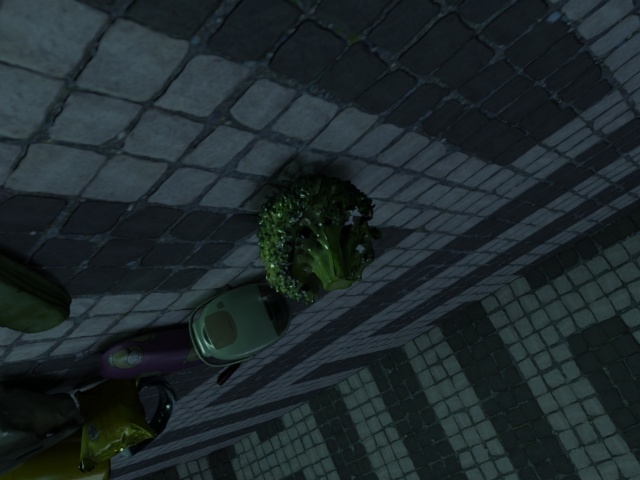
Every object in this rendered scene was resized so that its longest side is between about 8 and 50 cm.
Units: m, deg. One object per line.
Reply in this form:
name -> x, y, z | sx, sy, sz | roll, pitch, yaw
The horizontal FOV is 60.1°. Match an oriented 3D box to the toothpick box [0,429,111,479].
toothpick box -> -0.669, 0.570, 1.396 | 0.271, 0.175, 0.175 | 0, 150, -28

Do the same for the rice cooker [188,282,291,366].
rice cooker -> -0.158, 0.169, 1.128 | 0.206, 0.145, 0.127 | -23, 170, 0

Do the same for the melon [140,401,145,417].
melon -> -0.522, 0.459, 1.447 | 0.114, 0.114, 0.167 | -26, 158, 2

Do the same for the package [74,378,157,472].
package -> -0.460, 0.382, 1.219 | 0.168, 0.226, 0.090 | -24, 130, -13

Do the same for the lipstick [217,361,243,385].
lipstick -> -0.280, 0.408, 1.725 | 0.027, 0.027, 0.176 | -8, 152, -39

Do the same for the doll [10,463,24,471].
doll -> -0.774, 0.492, 1.204 | 0.221, 0.135, 0.143 | -22, 165, -44

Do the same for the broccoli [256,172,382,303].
broccoli -> -0.001, -0.003, 0.857 | 0.198, 0.176, 0.226 | -24, 175, -16

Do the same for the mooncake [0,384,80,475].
mooncake -> -0.638, 0.374, 1.075 | 0.254, 0.136, 0.250 | -32, 161, -3

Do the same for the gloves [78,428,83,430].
gloves -> -0.694, 0.588, 1.566 | 0.164, 0.124, 0.203 | -45, 159, -60

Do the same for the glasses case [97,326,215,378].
glasses case -> -0.323, 0.240, 1.199 | 0.123, 0.076, 0.316 | -40, 155, 32

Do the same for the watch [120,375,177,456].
watch -> -0.444, 0.421, 1.376 | 0.193, 0.068, 0.206 | -57, 152, -42

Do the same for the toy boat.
toy boat -> -0.410, 0.071, 0.726 | 0.093, 0.055, 0.293 | -25, 160, -10
